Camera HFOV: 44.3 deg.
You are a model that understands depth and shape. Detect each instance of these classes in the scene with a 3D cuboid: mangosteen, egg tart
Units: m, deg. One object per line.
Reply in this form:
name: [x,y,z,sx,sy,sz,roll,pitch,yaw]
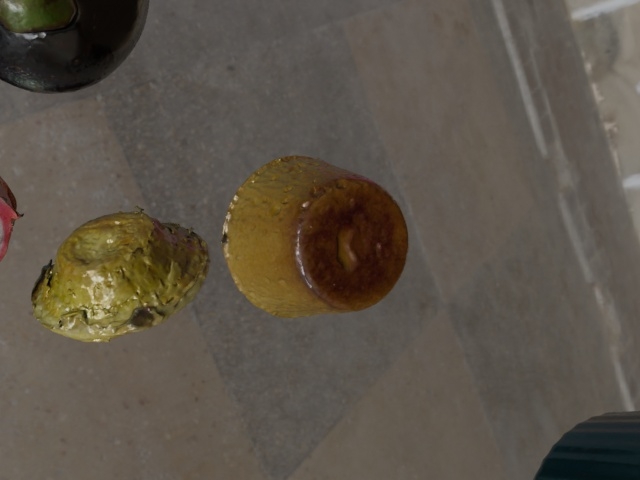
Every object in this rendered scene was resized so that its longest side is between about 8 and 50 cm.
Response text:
mangosteen: [-0.273,-0.263,0.785,0.243,0.243,0.242,19,66,-50]
egg tart: [0.000,0.000,0.907,0.203,0.147,0.202,-2,94,-27]
egg tart: [-0.326,0.038,1.256,0.294,0.295,0.116,-59,148,-43]

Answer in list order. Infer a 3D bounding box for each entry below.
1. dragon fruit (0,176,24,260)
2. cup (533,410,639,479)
dragon fruit: [-0.653,-0.069,1.273,0.305,0.305,0.225,22,28,-48]
cup: [0.348,0.235,0.582,0.308,0.292,0.242,-11,84,-27]
